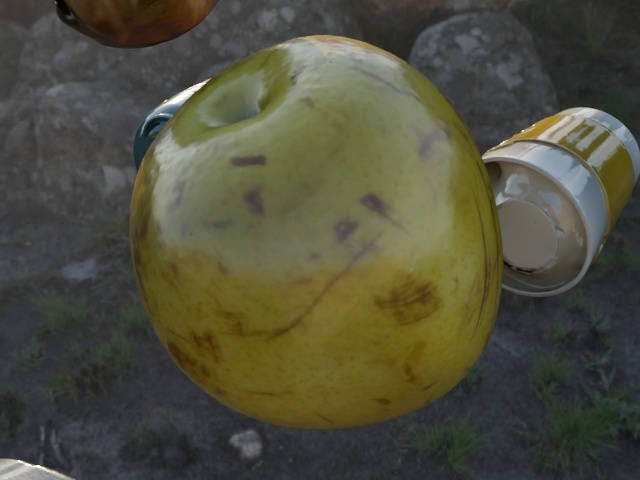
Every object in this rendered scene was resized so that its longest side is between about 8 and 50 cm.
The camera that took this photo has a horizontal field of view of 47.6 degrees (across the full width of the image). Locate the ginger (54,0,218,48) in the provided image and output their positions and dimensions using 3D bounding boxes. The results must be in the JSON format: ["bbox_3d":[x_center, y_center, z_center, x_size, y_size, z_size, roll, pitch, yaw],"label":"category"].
[{"bbox_3d":[-0.156,-0.285,0.621,0.172,0.165,0.321,-10,51,-18],"label":"ginger"}]

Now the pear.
[{"bbox_3d":[0.000,0.000,0.529,0.281,0.280,0.280,-4,33,3],"label":"pear"}]

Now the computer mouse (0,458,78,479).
[{"bbox_3d":[-0.299,0.265,0.695,0.231,0.071,0.126,3,33,32],"label":"computer mouse"}]

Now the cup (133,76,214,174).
[{"bbox_3d":[-0.191,-0.138,1.295,0.219,0.289,0.257,20,34,20],"label":"cup"}]

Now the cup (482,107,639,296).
[{"bbox_3d":[0.276,-0.048,0.928,0.185,0.241,0.226,50,53,3],"label":"cup"}]
